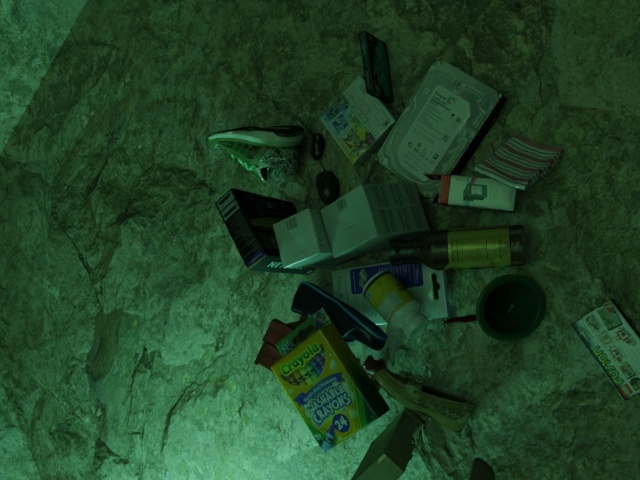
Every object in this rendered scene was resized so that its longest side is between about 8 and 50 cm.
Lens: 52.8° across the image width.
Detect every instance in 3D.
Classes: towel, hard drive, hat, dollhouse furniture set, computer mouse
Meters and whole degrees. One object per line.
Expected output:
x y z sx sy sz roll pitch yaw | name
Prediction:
0.493 -0.199 1.598 0.144 0.197 0.029 28 140 36 | towel
0.326 -0.305 1.787 0.237 0.064 0.339 42 109 29 | hard drive
0.449 0.159 1.687 0.209 0.183 0.173 -3 97 -8 | hat
0.294 0.678 1.684 0.394 0.256 0.362 42 112 7 | dollhouse furniture set
0.020 0.362 1.877 0.374 0.201 0.152 26 101 27 | dollhouse furniture set
0.004 -0.226 2.020 0.071 0.041 0.242 -24 72 32 | computer mouse

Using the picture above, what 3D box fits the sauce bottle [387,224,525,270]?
0.350 0.021 1.666 0.344 0.111 0.111 -3 84 19 | sauce bottle

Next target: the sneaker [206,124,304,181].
-0.227 -0.283 2.138 0.410 0.158 0.182 8 108 40 | sneaker

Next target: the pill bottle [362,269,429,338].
0.205 0.174 1.735 0.184 0.103 0.103 48 112 28 | pill bottle

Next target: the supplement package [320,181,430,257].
0.149 -0.058 1.774 0.194 0.203 0.149 -29 73 49 | supplement package

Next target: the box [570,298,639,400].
0.694 0.252 1.501 0.114 0.036 0.207 -40 65 26 | box

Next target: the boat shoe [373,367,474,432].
0.269 0.400 1.689 0.089 0.285 0.104 -58 14 7 | boat shoe

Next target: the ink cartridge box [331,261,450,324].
0.202 0.149 1.838 0.371 0.069 0.175 -11 79 36 | ink cartridge box

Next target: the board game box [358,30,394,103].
0.163 -0.503 1.877 0.026 0.126 0.186 -13 79 34 | board game box

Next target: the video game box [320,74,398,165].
0.117 -0.361 1.947 0.187 0.048 0.205 -43 64 23 | video game box

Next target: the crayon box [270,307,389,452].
0.007 0.371 1.722 0.203 0.083 0.323 -41 74 26 | crayon box

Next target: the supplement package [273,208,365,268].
0.000 0.000 1.881 0.139 0.244 0.133 -23 75 31 | supplement package

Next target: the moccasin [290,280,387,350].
0.049 0.236 1.835 0.342 0.138 0.117 30 90 46 | moccasin

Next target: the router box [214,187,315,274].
-0.147 -0.021 1.947 0.081 0.309 0.243 -40 65 23 | router box

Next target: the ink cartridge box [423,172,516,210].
0.382 -0.121 1.652 0.231 0.134 0.078 7 92 17 | ink cartridge box
